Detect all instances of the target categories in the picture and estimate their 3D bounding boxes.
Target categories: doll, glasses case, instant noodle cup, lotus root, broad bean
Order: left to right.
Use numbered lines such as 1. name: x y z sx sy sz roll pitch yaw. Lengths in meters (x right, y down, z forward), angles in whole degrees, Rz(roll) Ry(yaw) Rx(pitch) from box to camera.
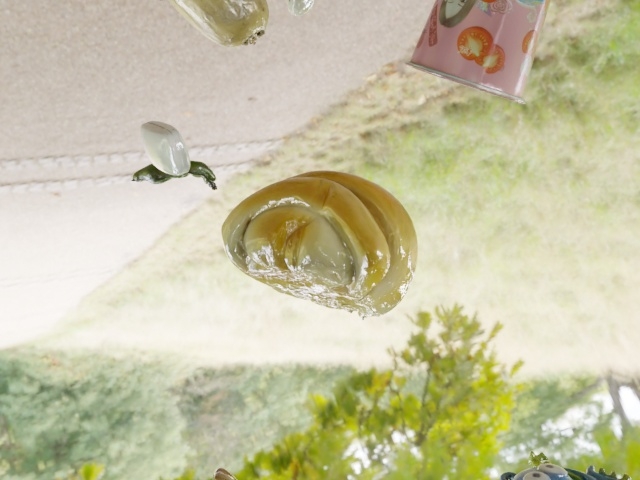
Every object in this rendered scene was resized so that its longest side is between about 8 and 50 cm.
1. glasses case: -0.264 -0.158 1.280 0.049 0.076 0.197 -23 -158 -20
2. broad bean: -0.322 -0.150 1.679 0.195 0.061 0.046 7 -177 3
3. lotus root: -0.250 -0.549 1.592 0.151 0.343 0.169 -35 -167 45
4. glasses case: -0.050 -0.655 1.919 0.081 0.051 0.204 -36 155 -20
5. instant noodle cup: 0.306 -0.398 1.407 0.243 0.243 0.231 -1 115 -54
6. doll: 0.480 0.508 1.457 0.346 0.099 0.341 -20 -165 -39

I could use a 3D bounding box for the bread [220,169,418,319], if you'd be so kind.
1. bread: -0.010 0.023 1.631 0.423 0.329 0.245 11 -159 31

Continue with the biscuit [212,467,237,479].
1. biscuit: -0.118 0.515 1.458 0.047 0.207 0.164 -58 -177 -12
